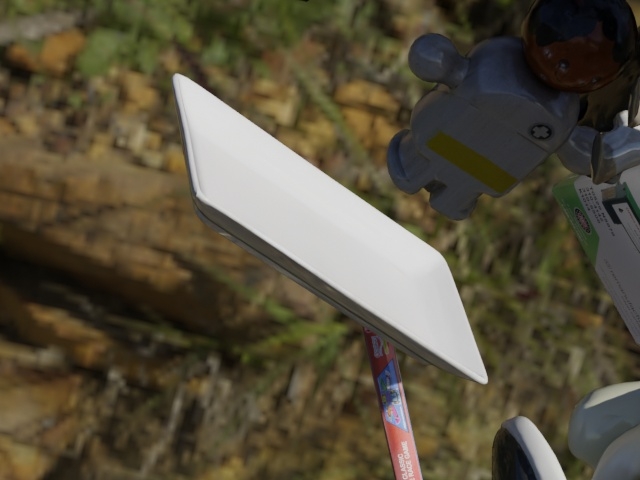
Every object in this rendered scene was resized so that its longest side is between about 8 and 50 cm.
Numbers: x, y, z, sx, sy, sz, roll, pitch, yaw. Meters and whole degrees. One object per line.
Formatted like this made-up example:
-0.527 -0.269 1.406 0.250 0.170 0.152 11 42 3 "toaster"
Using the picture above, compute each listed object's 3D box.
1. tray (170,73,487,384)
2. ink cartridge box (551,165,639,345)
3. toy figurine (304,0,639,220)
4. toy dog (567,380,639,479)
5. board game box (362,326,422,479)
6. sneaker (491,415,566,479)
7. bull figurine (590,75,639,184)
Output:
0.000 0.000 1.321 0.270 0.030 0.145 34 25 -31 "tray"
0.292 -0.006 1.534 0.093 0.160 0.219 -31 4 -14 "ink cartridge box"
0.098 -0.130 0.905 0.210 0.148 0.213 -13 67 -47 "toy figurine"
0.429 0.281 1.847 0.396 0.284 0.408 -10 2 5 "toy dog"
0.076 0.192 1.817 0.027 0.281 0.145 -12 11 0 "board game box"
0.107 0.257 1.300 0.147 0.104 0.295 -8 61 0 "sneaker"
0.211 -0.076 0.725 0.188 0.310 0.101 9 7 -2 "bull figurine"
